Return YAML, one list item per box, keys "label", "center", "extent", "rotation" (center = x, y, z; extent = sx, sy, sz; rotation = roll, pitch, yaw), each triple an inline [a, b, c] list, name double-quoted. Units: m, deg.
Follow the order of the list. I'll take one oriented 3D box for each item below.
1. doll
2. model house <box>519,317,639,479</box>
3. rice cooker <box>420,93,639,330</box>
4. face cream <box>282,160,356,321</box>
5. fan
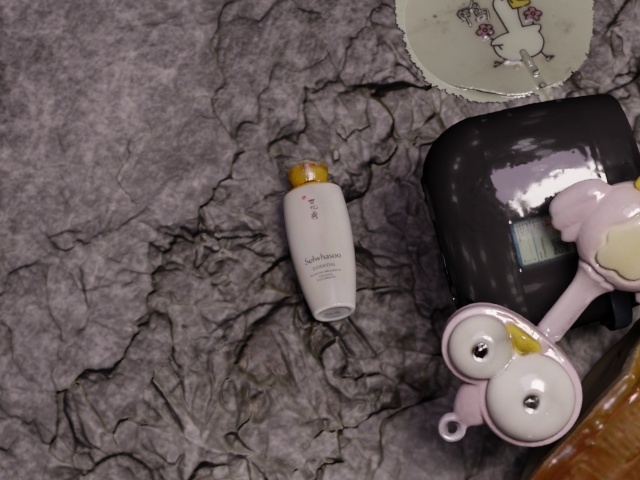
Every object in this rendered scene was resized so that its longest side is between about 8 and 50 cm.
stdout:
- label: "doll"
  center: [0.239, 0.059, 1.746]
  extent: [0.160, 0.094, 0.365]
  rotation: [40, 101, -6]
- label: "model house"
  center: [0.350, 0.221, 1.834]
  extent: [0.229, 0.199, 0.219]
  rotation: [43, 118, 4]
- label: "rice cooker"
  center: [0.228, -0.019, 1.898]
  extent: [0.224, 0.267, 0.267]
  rotation: [-16, 64, 2]
- label: "face cream"
  center: [0.000, 0.000, 2.023]
  extent: [0.072, 0.051, 0.182]
  rotation: [-12, 63, 3]
- label: "fan"
  center: [0.245, -0.197, 2.121]
  extent: [0.233, 0.012, 0.415]
  rotation: [-26, 64, -7]
